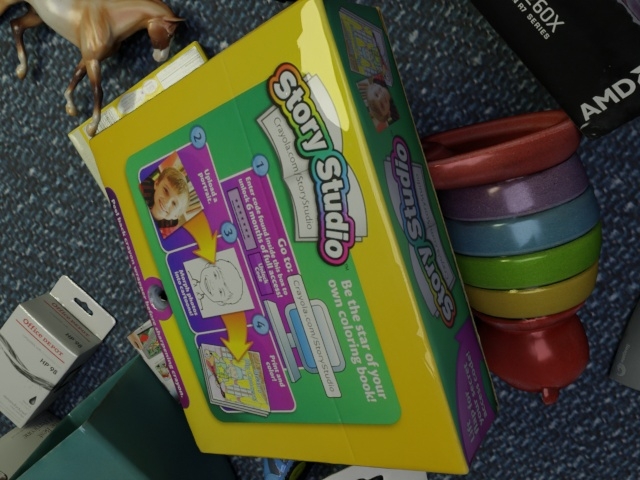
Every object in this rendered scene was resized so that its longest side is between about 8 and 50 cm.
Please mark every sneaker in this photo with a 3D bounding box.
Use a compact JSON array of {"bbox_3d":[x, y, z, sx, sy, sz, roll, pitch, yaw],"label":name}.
[{"bbox_3d":[-0.044,0.243,0.628,0.082,0.069,0.210,25,110,31],"label":"sneaker"}]

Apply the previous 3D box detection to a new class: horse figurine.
[{"bbox_3d":[-0.306,-0.249,0.567,0.263,0.066,0.175,33,110,4],"label":"horse figurine"}]

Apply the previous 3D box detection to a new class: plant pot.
[{"bbox_3d":[-0.225,0.302,0.614,0.165,0.166,0.234,-39,101,12],"label":"plant pot"}]

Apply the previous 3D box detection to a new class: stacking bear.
[{"bbox_3d":[0.206,0.027,0.511,0.164,0.175,0.289,-12,107,17],"label":"stacking bear"}]

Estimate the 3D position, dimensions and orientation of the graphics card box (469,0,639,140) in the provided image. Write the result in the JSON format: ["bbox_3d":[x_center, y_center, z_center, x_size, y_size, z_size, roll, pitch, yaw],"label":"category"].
[{"bbox_3d":[0.192,-0.294,0.423,0.371,0.094,0.232,50,59,-2],"label":"graphics card box"}]

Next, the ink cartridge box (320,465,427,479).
[{"bbox_3d":[0.099,0.445,0.567,0.207,0.119,0.354,-16,98,-21],"label":"ink cartridge box"}]

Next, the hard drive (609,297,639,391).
[{"bbox_3d":[0.452,0.076,0.528,0.171,0.054,0.255,21,102,4],"label":"hard drive"}]

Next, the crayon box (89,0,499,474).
[{"bbox_3d":[-0.042,0.020,0.468,0.312,0.106,0.363,-15,95,35],"label":"crayon box"}]

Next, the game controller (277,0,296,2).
[{"bbox_3d":[-0.027,-0.424,0.508,0.166,0.067,0.320,-16,97,10],"label":"game controller"}]

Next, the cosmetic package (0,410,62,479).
[{"bbox_3d":[-0.390,0.306,0.591,0.098,0.239,0.061,34,102,1],"label":"cosmetic package"}]

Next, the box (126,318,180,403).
[{"bbox_3d":[-0.136,0.107,0.626,0.207,0.036,0.114,-36,93,12],"label":"box"}]

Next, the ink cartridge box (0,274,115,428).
[{"bbox_3d":[-0.375,0.147,0.654,0.104,0.060,0.180,41,102,0],"label":"ink cartridge box"}]

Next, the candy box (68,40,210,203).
[{"bbox_3d":[-0.203,-0.140,0.599,0.205,0.027,0.105,-30,95,12],"label":"candy box"}]
